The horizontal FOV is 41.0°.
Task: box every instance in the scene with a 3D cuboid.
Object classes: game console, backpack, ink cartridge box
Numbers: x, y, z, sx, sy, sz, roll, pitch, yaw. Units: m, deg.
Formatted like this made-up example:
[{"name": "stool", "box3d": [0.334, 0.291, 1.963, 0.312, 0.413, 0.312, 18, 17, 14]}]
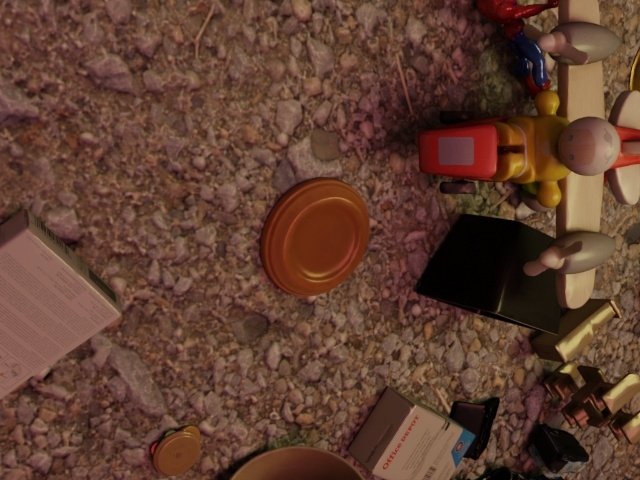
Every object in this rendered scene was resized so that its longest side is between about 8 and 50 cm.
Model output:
[{"name": "game console", "box3d": [0.306, 0.375, 1.737, 0.107, 0.071, 0.122, -19, 125, -61]}, {"name": "backpack", "box3d": [0.516, 0.462, 1.860, 0.114, 0.105, 0.084, 13, 124, -38]}, {"name": "ink cartridge box", "box3d": [-0.412, 0.094, 1.123, 0.232, 0.066, 0.189, -33, 127, 7]}, {"name": "ink cartridge box", "box3d": [0.172, 0.380, 1.600, 0.203, 0.086, 0.148, 33, 89, -38]}]

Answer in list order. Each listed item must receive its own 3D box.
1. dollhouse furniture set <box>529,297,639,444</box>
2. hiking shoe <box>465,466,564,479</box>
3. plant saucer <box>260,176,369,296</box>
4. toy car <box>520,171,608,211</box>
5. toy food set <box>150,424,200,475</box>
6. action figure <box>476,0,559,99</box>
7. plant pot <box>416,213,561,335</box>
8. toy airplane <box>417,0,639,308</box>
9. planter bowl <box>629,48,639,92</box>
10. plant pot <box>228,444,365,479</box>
[{"name": "dollhouse furniture set", "box3d": [0.570, 0.261, 1.746, 0.161, 0.212, 0.242, -36, 98, -15]}, {"name": "hiking shoe", "box3d": [0.417, 0.541, 1.816, 0.304, 0.113, 0.132, -9, 115, -31]}, {"name": "plant saucer", "box3d": [0.000, 0.000, 1.356, 0.200, 0.037, 0.199, -13, 116, -29]}, {"name": "toy car", "box3d": [0.448, -0.132, 1.539, 0.182, 0.136, 0.159, -21, 120, -26]}, {"name": "toy food set", "box3d": [-0.228, 0.335, 1.353, 0.083, 0.020, 0.083, -8, 114, -31]}, {"name": "action figure", "box3d": [0.352, -0.361, 1.409, 0.139, 0.091, 0.280, -47, 129, 0]}, {"name": "plant pot", "box3d": [0.315, 0.053, 1.511, 0.188, 0.188, 0.166, 20, 84, -38]}, {"name": "toy airplane", "box3d": [0.394, -0.140, 1.326, 0.386, 0.272, 0.384, 44, 87, -11]}, {"name": "planter bowl", "box3d": [0.712, -0.320, 1.668, 0.217, 0.090, 0.217, -13, 116, -30]}, {"name": "plant pot", "box3d": [-0.034, 0.533, 1.448, 0.257, 0.256, 0.274, -26, 138, -23]}]
